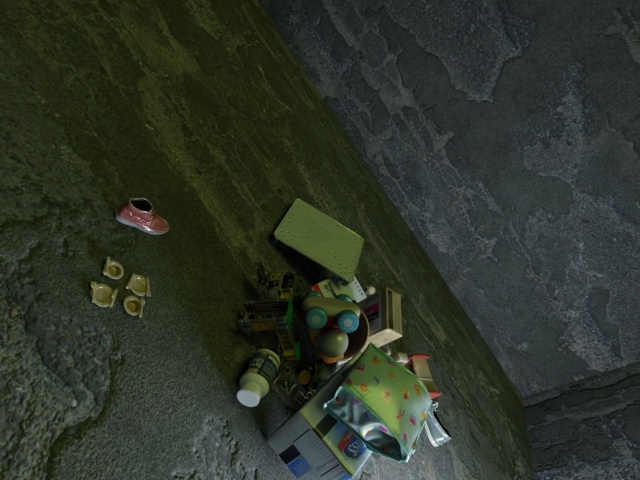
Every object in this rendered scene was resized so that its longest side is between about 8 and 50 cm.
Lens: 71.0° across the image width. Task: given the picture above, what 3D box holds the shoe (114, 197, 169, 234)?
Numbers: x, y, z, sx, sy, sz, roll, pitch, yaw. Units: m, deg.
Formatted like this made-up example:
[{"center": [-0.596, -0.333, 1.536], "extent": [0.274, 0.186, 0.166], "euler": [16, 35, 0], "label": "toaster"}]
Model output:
[{"center": [-0.518, -0.072, 1.351], "extent": [0.178, 0.081, 0.064], "euler": [23, 44, -49], "label": "shoe"}]

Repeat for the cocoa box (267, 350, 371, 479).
[{"center": [0.058, 0.562, 1.392], "extent": [0.228, 0.231, 0.347], "euler": [47, 39, 12], "label": "cocoa box"}]

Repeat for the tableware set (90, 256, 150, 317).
[{"center": [-0.528, 0.129, 1.198], "extent": [0.168, 0.020, 0.141], "euler": [35, 35, -38], "label": "tableware set"}]

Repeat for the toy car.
[{"center": [0.023, 0.326, 1.583], "extent": [0.219, 0.210, 0.238], "euler": [-107, -155, -79], "label": "toy car"}]

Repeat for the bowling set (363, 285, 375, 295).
[{"center": [0.274, 0.359, 2.168], "extent": [0.287, 0.154, 0.200], "euler": [29, 39, -44], "label": "bowling set"}]

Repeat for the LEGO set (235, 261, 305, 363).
[{"center": [-0.173, 0.257, 1.560], "extent": [0.255, 0.192, 0.331], "euler": [75, 14, -44], "label": "LEGO set"}]

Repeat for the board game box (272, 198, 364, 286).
[{"center": [0.000, 0.000, 2.041], "extent": [0.390, 0.050, 0.390], "euler": [31, 32, -4], "label": "board game box"}]

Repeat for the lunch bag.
[{"center": [0.177, 0.461, 1.272], "extent": [0.262, 0.160, 0.223], "euler": [38, 37, 9], "label": "lunch bag"}]

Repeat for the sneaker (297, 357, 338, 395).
[{"center": [-0.007, 0.466, 1.660], "extent": [0.130, 0.087, 0.227], "euler": [57, 32, -18], "label": "sneaker"}]

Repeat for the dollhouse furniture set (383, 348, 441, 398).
[{"center": [0.363, 0.638, 2.091], "extent": [0.374, 0.152, 0.201], "euler": [14, 49, -31], "label": "dollhouse furniture set"}]

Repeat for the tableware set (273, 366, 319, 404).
[{"center": [-0.077, 0.484, 1.524], "extent": [0.154, 0.024, 0.104], "euler": [46, 72, -21], "label": "tableware set"}]

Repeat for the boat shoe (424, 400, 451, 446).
[{"center": [0.548, 0.834, 2.208], "extent": [0.116, 0.099, 0.320], "euler": [21, 46, -50], "label": "boat shoe"}]

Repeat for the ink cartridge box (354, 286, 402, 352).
[{"center": [0.209, 0.321, 1.780], "extent": [0.088, 0.234, 0.193], "euler": [28, 44, -27], "label": "ink cartridge box"}]

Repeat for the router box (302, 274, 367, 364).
[{"center": [0.103, 0.315, 1.934], "extent": [0.301, 0.082, 0.336], "euler": [-21, 78, -51], "label": "router box"}]

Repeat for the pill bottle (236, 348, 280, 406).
[{"center": [-0.193, 0.423, 1.382], "extent": [0.094, 0.094, 0.169], "euler": [52, 28, -14], "label": "pill bottle"}]

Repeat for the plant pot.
[{"center": [0.065, 0.352, 1.722], "extent": [0.110, 0.237, 0.237], "euler": [93, -18, -63], "label": "plant pot"}]
